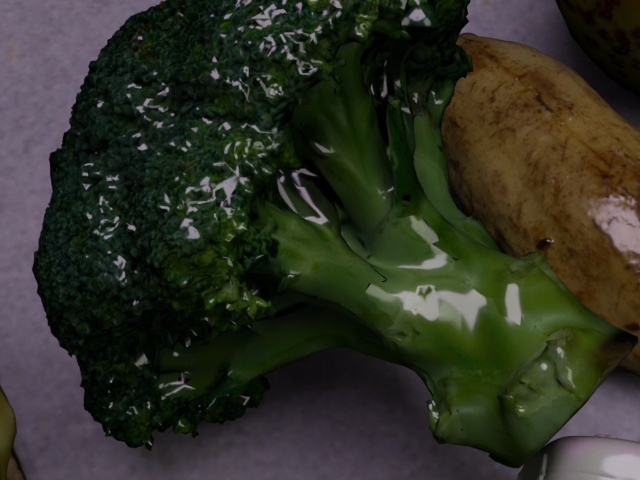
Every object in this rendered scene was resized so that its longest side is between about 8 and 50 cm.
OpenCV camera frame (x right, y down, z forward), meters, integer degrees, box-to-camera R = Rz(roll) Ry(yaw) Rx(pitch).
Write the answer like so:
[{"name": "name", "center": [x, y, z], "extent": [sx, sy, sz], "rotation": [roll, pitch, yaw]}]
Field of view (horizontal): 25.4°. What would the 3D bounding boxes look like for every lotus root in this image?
[{"name": "lotus root", "center": [0.141, -0.027, 0.817], "extent": [0.110, 0.097, 0.258], "rotation": [-29, 58, -14]}]

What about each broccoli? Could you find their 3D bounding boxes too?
[{"name": "broccoli", "center": [0.000, 0.000, 0.697], "extent": [0.297, 0.297, 0.297], "rotation": [42, 66, 14]}]

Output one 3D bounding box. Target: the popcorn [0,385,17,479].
[{"name": "popcorn", "center": [-0.277, 0.102, 0.630], "extent": [0.312, 0.312, 0.312], "rotation": [0, 58, 0]}]

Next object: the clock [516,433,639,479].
[{"name": "clock", "center": [0.189, 0.148, 0.675], "extent": [0.191, 0.151, 0.062], "rotation": [14, 74, 3]}]

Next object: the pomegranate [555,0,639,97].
[{"name": "pomegranate", "center": [0.255, -0.169, 0.834], "extent": [0.248, 0.214, 0.214], "rotation": [24, 60, 28]}]
